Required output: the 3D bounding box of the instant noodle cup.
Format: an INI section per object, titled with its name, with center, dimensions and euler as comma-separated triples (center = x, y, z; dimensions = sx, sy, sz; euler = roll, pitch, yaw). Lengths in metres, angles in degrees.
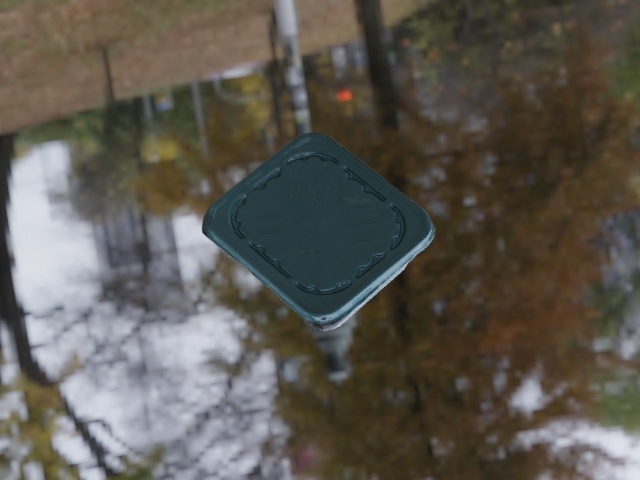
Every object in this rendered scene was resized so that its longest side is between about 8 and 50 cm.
[instant noodle cup]
center = 0.000, 0.000, 1.663
dimensions = 0.157, 0.070, 0.179
euler = -40, -120, -20
